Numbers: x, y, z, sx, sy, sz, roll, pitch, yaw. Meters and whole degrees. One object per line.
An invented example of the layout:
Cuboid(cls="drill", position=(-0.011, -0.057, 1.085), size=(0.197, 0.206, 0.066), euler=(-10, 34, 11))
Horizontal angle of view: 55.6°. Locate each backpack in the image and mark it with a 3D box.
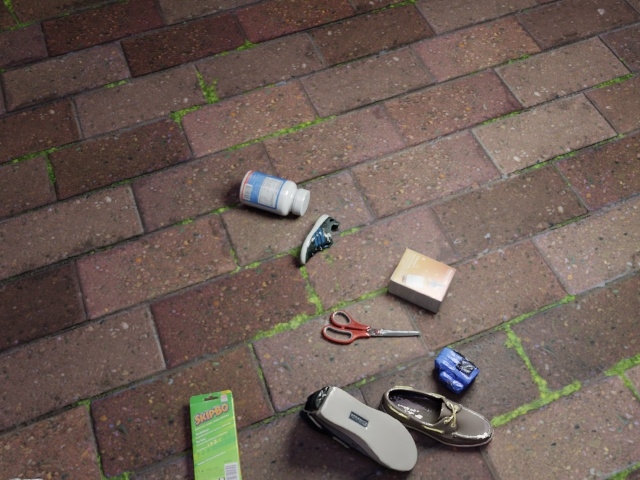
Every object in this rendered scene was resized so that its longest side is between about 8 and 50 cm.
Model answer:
Cuboid(cls="backpack", position=(0.387, 0.375, 1.767), size=(0.120, 0.098, 0.101), euler=(40, 71, 21))

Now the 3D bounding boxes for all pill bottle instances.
Cuboid(cls="pill bottle", position=(-0.155, -0.155, 2.079), size=(0.222, 0.124, 0.124), euler=(17, 61, 10))

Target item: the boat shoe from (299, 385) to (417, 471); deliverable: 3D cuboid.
Cuboid(cls="boat shoe", position=(0.100, 0.522, 1.683), size=(0.341, 0.158, 0.127), euler=(39, 59, -9))

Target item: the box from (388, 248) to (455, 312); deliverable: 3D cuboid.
Cuboid(cls="box", position=(0.320, 0.127, 1.921), size=(0.171, 0.091, 0.130), euler=(23, 62, 14))

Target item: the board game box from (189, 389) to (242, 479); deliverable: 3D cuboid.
Cuboid(cls="board game box", position=(-0.296, 0.557, 1.704), size=(0.124, 0.039, 0.259), euler=(-9, 62, -5))

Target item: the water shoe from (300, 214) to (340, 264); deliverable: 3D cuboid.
Cuboid(cls="water shoe", position=(0.000, 0.000, 2.013), size=(0.080, 0.073, 0.203), euler=(23, 62, 11))

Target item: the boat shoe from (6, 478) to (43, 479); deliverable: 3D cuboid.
Cuboid(cls="boat shoe", position=(-0.789, 0.679, 1.581), size=(0.367, 0.135, 0.156), euler=(38, 67, 18))

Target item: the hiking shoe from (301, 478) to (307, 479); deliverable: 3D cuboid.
Cuboid(cls="hiking shoe", position=(0.045, 0.695, 1.601), size=(0.227, 0.086, 0.114), euler=(35, 52, 14))

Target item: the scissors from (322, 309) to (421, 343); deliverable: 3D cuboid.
Cuboid(cls="scissors", position=(0.156, 0.291, 1.869), size=(0.297, 0.021, 0.108), euler=(15, 58, 8))

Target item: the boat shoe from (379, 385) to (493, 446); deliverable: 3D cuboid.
Cuboid(cls="boat shoe", position=(0.328, 0.489, 1.699), size=(0.325, 0.096, 0.116), euler=(16, 60, 10))
